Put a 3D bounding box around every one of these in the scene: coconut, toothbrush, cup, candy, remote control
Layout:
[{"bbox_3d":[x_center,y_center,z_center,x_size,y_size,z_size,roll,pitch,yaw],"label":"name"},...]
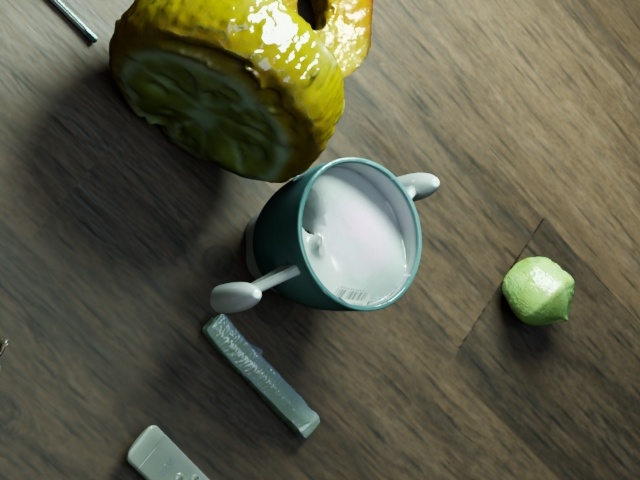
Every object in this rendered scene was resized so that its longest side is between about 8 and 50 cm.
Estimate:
[{"bbox_3d":[0.278,0.067,1.831,0.088,0.088,0.096,-29,71,-30],"label":"coconut"},{"bbox_3d":[-0.299,-0.275,1.559,0.167,0.011,0.014,45,59,-19],"label":"toothbrush"},{"bbox_3d":[0.000,0.000,1.616,0.300,0.173,0.167,-31,101,-29],"label":"cup"},{"bbox_3d":[-0.101,-0.169,1.529,0.260,0.260,0.118,38,59,-22],"label":"candy"},{"bbox_3d":[-0.143,0.276,1.587,0.184,0.027,0.050,50,64,-22],"label":"remote control"}]

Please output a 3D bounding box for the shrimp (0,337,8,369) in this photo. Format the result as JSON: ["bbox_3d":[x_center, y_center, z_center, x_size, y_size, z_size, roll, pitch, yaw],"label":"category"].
[{"bbox_3d":[-0.316,0.263,1.451,0.185,0.068,0.287,-32,81,-26],"label":"shrimp"}]

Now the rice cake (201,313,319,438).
[{"bbox_3d":[-0.064,0.151,1.643,0.180,0.030,0.042,49,69,-18],"label":"rice cake"}]

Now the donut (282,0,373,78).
[{"bbox_3d":[-0.022,-0.272,1.693,0.174,0.074,0.190,-18,98,-33],"label":"donut"}]
